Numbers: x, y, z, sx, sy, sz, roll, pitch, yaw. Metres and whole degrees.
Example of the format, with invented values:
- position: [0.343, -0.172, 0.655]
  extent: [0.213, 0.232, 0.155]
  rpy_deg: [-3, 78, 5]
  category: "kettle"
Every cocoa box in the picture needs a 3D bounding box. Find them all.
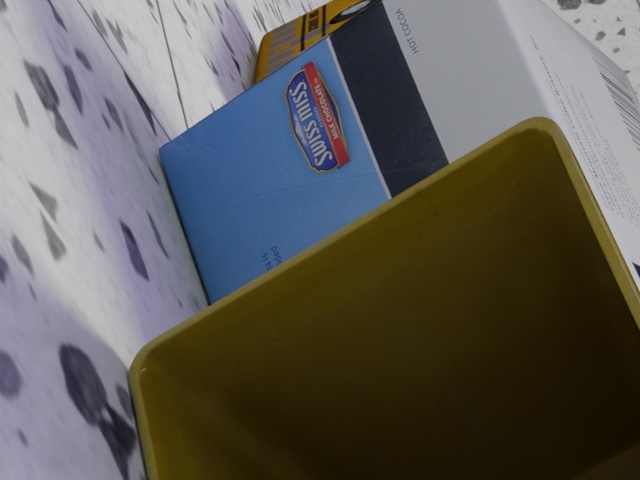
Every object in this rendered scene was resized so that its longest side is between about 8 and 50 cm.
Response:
- position: [0.100, 0.061, 1.039]
  extent: [0.231, 0.228, 0.347]
  rpy_deg: [26, 37, -55]
  category: "cocoa box"

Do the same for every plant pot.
- position: [0.071, 0.120, 0.761]
  extent: [0.187, 0.212, 0.212]
  rpy_deg: [48, 17, -42]
  category: "plant pot"

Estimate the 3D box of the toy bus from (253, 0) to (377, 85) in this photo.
- position: [0.016, -0.123, 1.569]
  extent: [0.333, 0.130, 0.108]
  rpy_deg: [-91, 156, -73]
  category: "toy bus"
